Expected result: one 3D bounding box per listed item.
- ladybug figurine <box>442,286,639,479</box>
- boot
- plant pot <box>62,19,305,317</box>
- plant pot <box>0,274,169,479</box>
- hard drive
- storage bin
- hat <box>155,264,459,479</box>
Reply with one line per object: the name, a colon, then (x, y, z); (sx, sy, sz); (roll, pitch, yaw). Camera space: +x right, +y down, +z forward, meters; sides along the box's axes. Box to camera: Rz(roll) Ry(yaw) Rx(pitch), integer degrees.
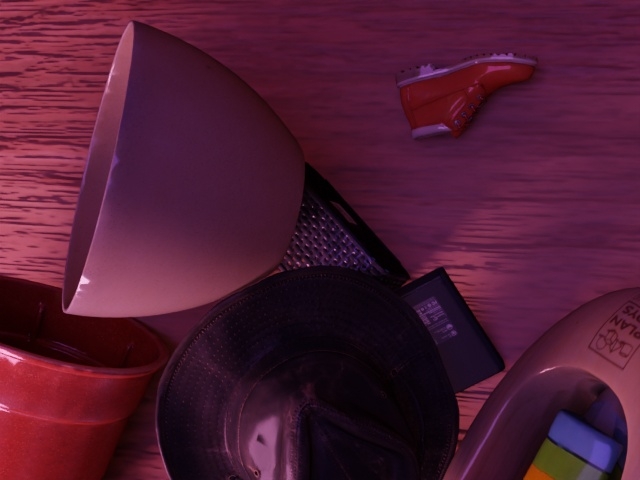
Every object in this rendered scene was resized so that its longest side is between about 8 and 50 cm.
ladybug figurine: (0.255, 0.253, 1.132); (0.449, 0.162, 0.305); (-60, 28, 5)
boot: (0.162, -0.156, 1.297); (0.158, 0.059, 0.084); (-11, 84, 26)
plant pot: (-0.125, -0.051, 1.166); (0.191, 0.284, 0.284); (13, 89, -17)
plant pot: (-0.337, 0.208, 1.337); (0.272, 0.272, 0.265); (22, 101, 20)
hard drive: (0.121, 0.103, 1.262); (0.094, 0.022, 0.135); (-29, 112, 14)
storage bin: (0.000, 0.000, 1.299); (0.084, 0.122, 0.180); (-44, 73, 11)
hat: (0.002, 0.199, 1.156); (0.331, 0.134, 0.331); (-4, 106, -12)
